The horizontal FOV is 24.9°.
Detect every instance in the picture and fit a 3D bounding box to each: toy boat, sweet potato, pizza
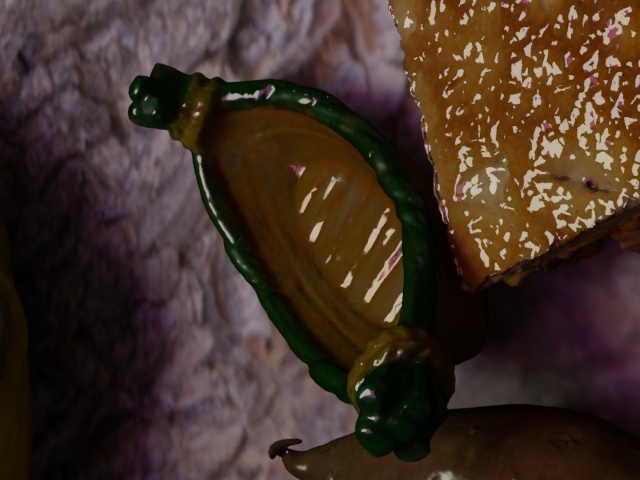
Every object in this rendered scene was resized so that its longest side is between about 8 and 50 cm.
[{"bbox_3d":[0.000,0.000,0.555,0.229,0.088,0.089,50,121,43],"label":"toy boat"},{"bbox_3d":[0.098,0.096,0.478,0.269,0.075,0.074,6,97,43],"label":"sweet potato"},{"bbox_3d":[0.082,-0.047,0.504,0.175,0.046,0.134,45,123,37],"label":"pizza"}]

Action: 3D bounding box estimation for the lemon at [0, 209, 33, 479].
[{"bbox_3d":[-0.314,0.084,0.746,0.387,0.350,0.349,-9,86,29],"label":"lemon"}]
